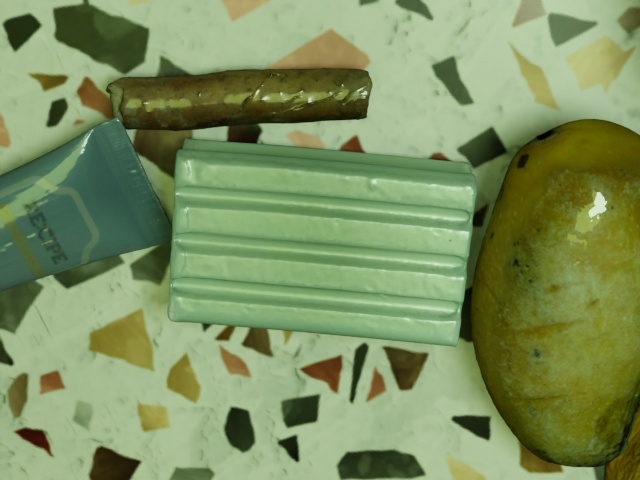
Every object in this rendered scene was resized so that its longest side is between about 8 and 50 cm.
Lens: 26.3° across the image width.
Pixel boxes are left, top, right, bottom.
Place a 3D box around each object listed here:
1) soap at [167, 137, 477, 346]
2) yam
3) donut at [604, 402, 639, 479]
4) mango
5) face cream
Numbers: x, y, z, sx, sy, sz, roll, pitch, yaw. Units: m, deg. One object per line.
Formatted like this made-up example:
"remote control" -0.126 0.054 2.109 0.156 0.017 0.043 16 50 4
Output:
"soap" 0.000 0.000 1.241 0.265 0.087 0.160 5 104 1
"yam" -0.073 -0.126 1.230 0.241 0.057 0.057 -1 104 3
"donut" 0.346 0.246 1.292 0.152 0.101 0.259 1 109 8
"mango" 0.224 0.051 1.216 0.176 0.175 0.329 30 129 26
"face cream" -0.335 0.011 1.264 0.385 0.086 0.135 -20 120 4
